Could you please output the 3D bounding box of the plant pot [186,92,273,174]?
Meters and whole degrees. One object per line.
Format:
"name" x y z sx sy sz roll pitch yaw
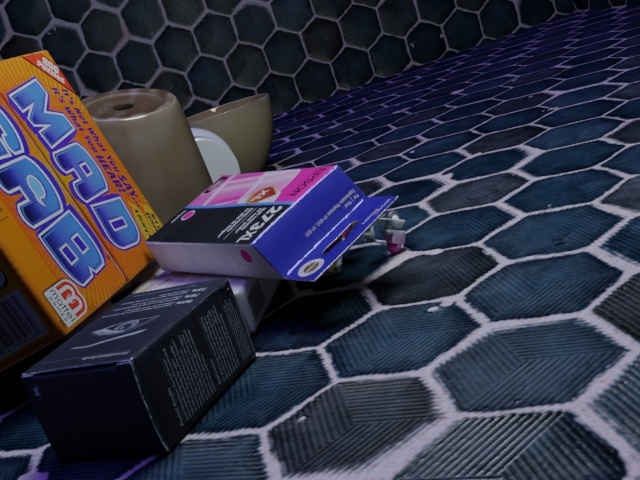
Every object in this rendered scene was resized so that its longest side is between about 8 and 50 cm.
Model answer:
"plant pot" -0.244 -0.262 2.258 0.284 0.191 0.284 -17 14 4

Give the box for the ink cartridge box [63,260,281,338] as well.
"ink cartridge box" -0.193 0.079 1.213 0.261 0.066 0.296 -16 15 13

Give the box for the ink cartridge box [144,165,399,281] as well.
"ink cartridge box" -0.080 -0.025 1.146 0.371 0.069 0.176 4 40 50

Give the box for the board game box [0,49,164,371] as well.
"board game box" -0.507 -0.010 1.207 0.356 0.356 0.356 -28 11 21

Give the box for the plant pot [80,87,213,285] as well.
"plant pot" -0.332 -0.115 1.513 0.323 0.280 0.323 -3 26 1

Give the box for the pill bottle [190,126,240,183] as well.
"pill bottle" -0.306 -0.162 1.947 0.204 0.204 0.361 -22 15 -13

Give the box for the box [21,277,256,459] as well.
"box" -0.192 0.137 0.922 0.153 0.108 0.207 -10 17 28

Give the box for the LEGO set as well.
"LEGO set" 0.000 0.000 1.276 0.132 0.107 0.287 13 -6 -28
